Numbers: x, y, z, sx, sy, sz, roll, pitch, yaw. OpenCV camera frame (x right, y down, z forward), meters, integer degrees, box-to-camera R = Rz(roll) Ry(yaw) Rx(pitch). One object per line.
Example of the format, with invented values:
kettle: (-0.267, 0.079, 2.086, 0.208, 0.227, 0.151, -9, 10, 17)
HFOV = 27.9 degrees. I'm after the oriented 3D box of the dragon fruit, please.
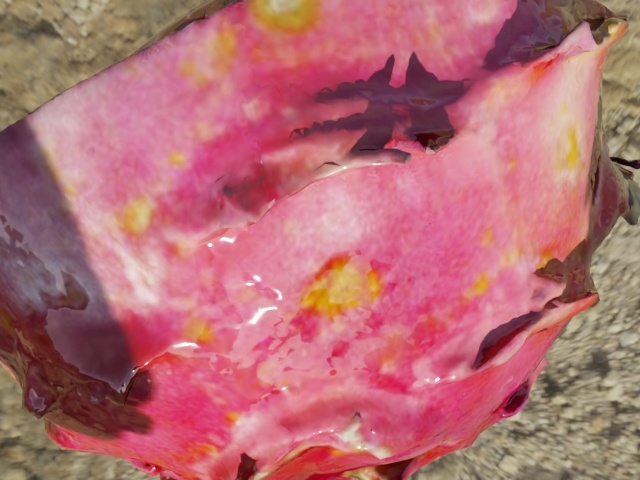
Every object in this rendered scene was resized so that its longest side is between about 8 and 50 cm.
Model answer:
dragon fruit: (0.000, 0.000, 0.662, 0.386, 0.371, 0.249, -25, 90, -8)
